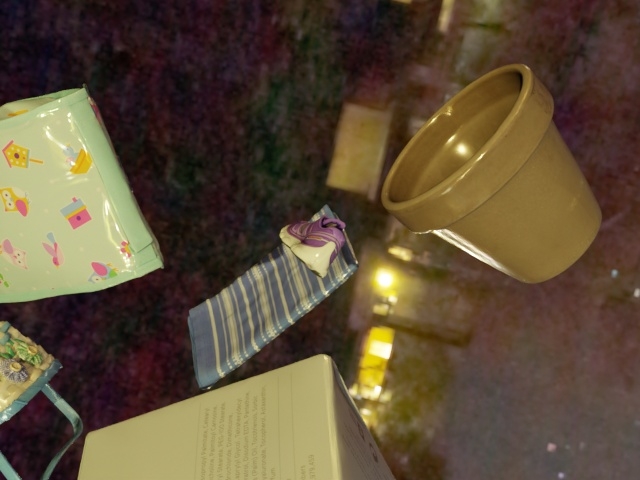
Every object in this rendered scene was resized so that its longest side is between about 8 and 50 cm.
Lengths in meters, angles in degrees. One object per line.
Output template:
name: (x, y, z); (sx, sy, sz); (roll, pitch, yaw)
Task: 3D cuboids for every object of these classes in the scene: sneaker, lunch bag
sneaker: (0.000, 0.000, 1.258); (0.071, 0.068, 0.170); (-46, -164, -1)
lunch bag: (-0.301, -0.054, 1.151); (0.160, 0.262, 0.223); (-36, 112, -45)

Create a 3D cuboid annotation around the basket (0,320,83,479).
basket: (-0.596, 0.323, 1.944); (0.289, 0.201, 0.254); (57, 18, -14)

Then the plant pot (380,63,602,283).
plant pot: (0.253, -0.070, 1.361); (0.263, 0.229, 0.263); (-44, -163, 17)

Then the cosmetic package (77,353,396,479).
cosmetic package: (-0.102, 0.426, 1.410); (0.327, 0.394, 0.329); (-96, 164, -56)

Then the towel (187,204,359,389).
towel: (-0.090, 0.090, 1.717); (0.336, 0.040, 0.243); (-39, -154, 9)
